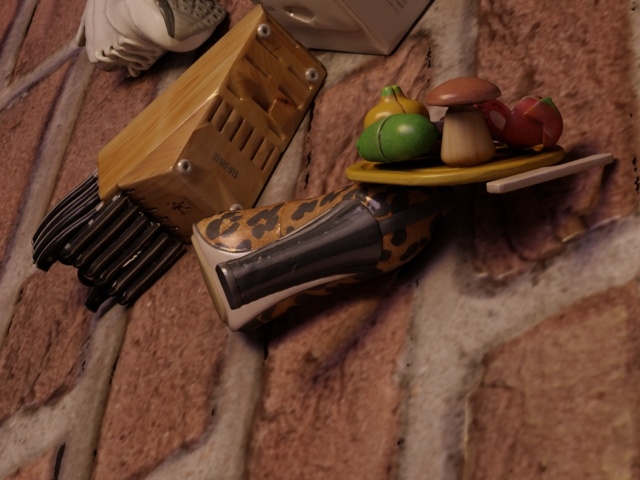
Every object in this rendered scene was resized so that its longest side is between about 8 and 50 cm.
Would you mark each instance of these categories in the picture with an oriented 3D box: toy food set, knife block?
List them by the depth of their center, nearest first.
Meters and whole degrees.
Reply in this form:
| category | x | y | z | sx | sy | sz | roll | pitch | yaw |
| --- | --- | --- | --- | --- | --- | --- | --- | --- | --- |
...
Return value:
| category | x | y | z | sx | sy | sz | roll | pitch | yaw |
| --- | --- | --- | --- | --- | --- | --- | --- | --- | --- |
| toy food set | 0.101 | -0.082 | 1.365 | 0.128 | 0.071 | 0.218 | -14 | 11 | -31 |
| knife block | -0.145 | -0.068 | 1.772 | 0.242 | 0.088 | 0.275 | -11 | 44 | 50 |

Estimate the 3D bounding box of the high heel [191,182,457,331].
| category | x | y | z | sx | sy | sz | roll | pitch | yaw |
| --- | --- | --- | --- | --- | --- | --- | --- | --- | --- |
| high heel | 0.000 | 0.000 | 1.509 | 0.186 | 0.093 | 0.261 | -21 | 6 | -8 |

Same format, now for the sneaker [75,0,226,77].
| category | x | y | z | sx | sy | sz | roll | pitch | yaw |
| --- | --- | --- | --- | --- | --- | --- | --- | --- | --- |
| sneaker | -0.189 | -0.230 | 2.088 | 0.129 | 0.111 | 0.297 | -62 | 21 | 4 |

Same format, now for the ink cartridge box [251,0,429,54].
| category | x | y | z | sx | sy | sz | roll | pitch | yaw |
| --- | --- | --- | --- | --- | --- | --- | --- | --- | --- |
| ink cartridge box | 0.034 | -0.308 | 1.746 | 0.232 | 0.168 | 0.171 | -54 | 27 | -13 |
